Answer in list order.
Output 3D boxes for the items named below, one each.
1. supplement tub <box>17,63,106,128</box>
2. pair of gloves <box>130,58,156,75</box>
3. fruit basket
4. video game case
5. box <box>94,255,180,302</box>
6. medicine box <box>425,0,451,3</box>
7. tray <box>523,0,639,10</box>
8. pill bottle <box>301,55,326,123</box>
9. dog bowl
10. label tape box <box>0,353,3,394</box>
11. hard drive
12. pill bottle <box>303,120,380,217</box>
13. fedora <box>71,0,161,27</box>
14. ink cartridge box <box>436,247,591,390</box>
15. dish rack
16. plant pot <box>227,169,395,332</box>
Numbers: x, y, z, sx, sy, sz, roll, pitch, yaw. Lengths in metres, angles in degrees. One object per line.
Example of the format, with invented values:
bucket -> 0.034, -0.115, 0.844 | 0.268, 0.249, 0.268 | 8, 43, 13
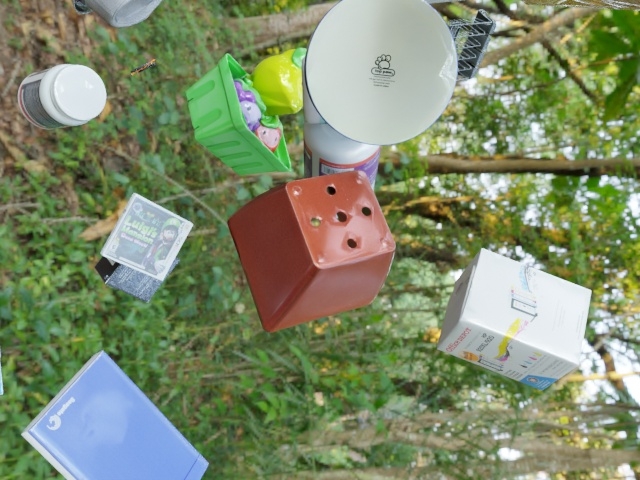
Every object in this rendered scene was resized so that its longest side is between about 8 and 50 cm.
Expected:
supplement tub -> -0.828, -0.459, 2.095 | 0.272, 0.191, 0.191 | 5, -74, 45
pair of gloves -> -0.471, -0.459, 1.743 | 0.010, 0.074, 0.083 | 62, -11, -14
fruit basket -> -0.157, -0.386, 1.903 | 0.392, 0.392, 0.283 | 84, -9, -70
video game case -> -0.439, -0.005, 1.670 | 0.190, 0.022, 0.173 | 31, 85, -44
box -> -0.505, 0.064, 1.808 | 0.093, 0.156, 0.158 | 39, 1, 43
medicine box -> 0.351, -0.755, 1.642 | 0.149, 0.289, 0.263 | 33, 70, -54
tray -> 0.333, -0.351, 0.784 | 0.076, 0.203, 0.411 | -65, -150, 9
pill bottle -> 0.093, -0.326, 1.397 | 0.146, 0.264, 0.146 | 177, -90, -89
dog bowl -> 0.103, -0.302, 1.153 | 0.104, 0.265, 0.265 | -95, 179, -75
label tape box -> -0.735, 0.135, 1.178 | 0.115, 0.249, 0.347 | 179, -96, -85
hard drive -> -0.366, 0.389, 1.215 | 0.318, 0.040, 0.210 | 52, 35, -14
pill bottle -> 0.049, -0.187, 1.591 | 0.323, 0.181, 0.181 | 92, -8, -63
fedora -> -0.433, -0.583, 1.494 | 0.124, 0.244, 0.275 | 45, 41, -9
ink cartridge box -> 0.377, 0.158, 1.297 | 0.171, 0.233, 0.168 | 104, 8, -60
dish rack -> 0.395, -0.556, 1.909 | 0.074, 0.271, 0.208 | 41, -48, 30
plant pot -> 0.000, 0.000, 1.321 | 0.236, 0.267, 0.267 | -47, -120, 58
